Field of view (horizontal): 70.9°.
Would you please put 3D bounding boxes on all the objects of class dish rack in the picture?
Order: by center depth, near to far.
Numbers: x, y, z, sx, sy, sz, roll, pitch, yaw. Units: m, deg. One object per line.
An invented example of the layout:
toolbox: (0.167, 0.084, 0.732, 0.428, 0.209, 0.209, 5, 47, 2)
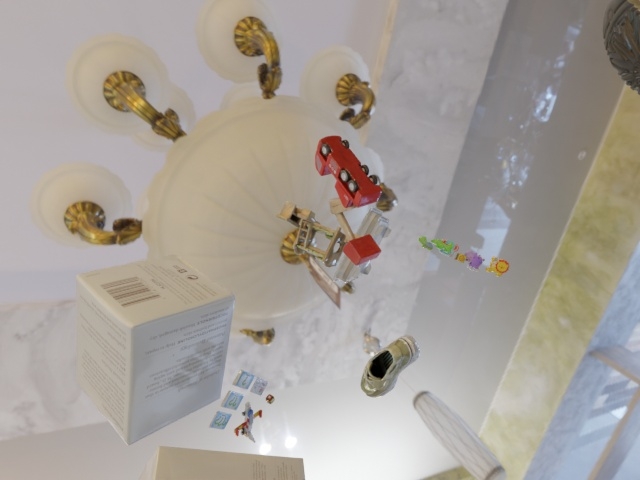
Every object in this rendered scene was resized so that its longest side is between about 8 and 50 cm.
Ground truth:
dish rack: (0.164, 0.028, 1.595, 0.285, 0.072, 0.333, -62, -14, 7)

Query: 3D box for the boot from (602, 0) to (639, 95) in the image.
boot: (0.412, -0.194, 0.424, 0.209, 0.189, 0.076, -23, -21, 5)

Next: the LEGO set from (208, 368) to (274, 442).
LEGO set: (-0.216, 0.513, 1.382, 0.182, 0.060, 0.244, -61, -32, -16)

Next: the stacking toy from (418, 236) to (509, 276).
stacking toy: (0.398, 0.034, 1.277, 0.221, 0.167, 0.052, 24, -91, -3)

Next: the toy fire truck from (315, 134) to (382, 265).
toy fire truck: (0.046, -0.069, 0.762, 0.047, 0.192, 0.135, -18, -30, -28)

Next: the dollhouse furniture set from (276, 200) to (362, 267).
dollhouse furniture set: (0.000, 0.000, 1.077, 0.161, 0.182, 0.101, 31, -97, -53)

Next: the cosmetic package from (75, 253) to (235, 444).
cosmetic package: (-0.504, 0.302, 1.358, 0.328, 0.330, 0.393, -14, -56, -49)

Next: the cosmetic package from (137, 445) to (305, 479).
cosmetic package: (-0.234, 0.610, 1.060, 0.366, 0.155, 0.197, 15, -52, -23)

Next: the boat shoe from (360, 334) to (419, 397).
boat shoe: (0.170, 0.362, 1.276, 0.094, 0.109, 0.302, -8, -38, -30)
